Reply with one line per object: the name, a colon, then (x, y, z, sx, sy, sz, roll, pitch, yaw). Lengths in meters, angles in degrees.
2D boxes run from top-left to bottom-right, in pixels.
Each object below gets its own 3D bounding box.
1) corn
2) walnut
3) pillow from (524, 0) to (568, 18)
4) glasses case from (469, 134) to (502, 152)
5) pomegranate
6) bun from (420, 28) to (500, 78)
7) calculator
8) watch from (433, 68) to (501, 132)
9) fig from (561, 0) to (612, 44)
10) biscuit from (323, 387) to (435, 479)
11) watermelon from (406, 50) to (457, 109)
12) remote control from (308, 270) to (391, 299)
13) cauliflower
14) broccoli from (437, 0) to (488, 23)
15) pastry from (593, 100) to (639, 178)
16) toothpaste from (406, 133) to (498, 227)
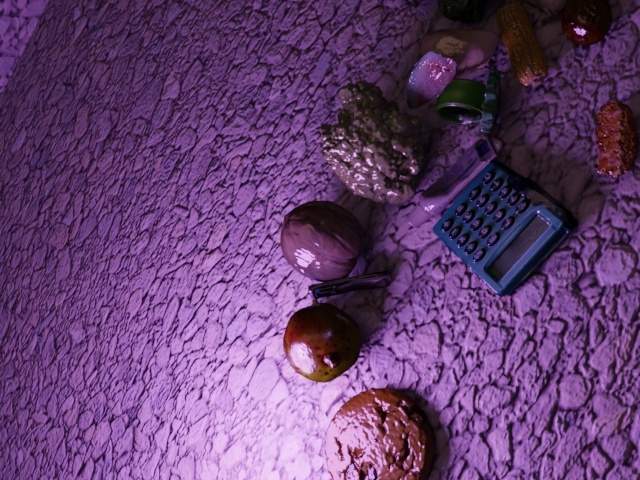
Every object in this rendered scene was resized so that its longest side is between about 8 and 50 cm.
corn: (0.479, -0.465, 1.774, 0.080, 0.080, 0.238, -23, 64, 28)
walnut: (0.000, 0.000, 1.899, 0.224, 0.224, 0.224, -9, 74, 32)
pillow: (0.528, -0.620, 1.791, 0.208, 0.053, 0.119, 44, 105, 35)
glasses case: (0.400, -0.234, 1.806, 0.083, 0.021, 0.032, 20, 89, 36)
pomegranate: (0.007, 0.232, 1.870, 0.198, 0.198, 0.246, -17, 38, 30)
bun: (0.340, -0.447, 1.817, 0.193, 0.178, 0.128, 2, 99, 20)
calculator: (0.414, -0.038, 1.729, 0.248, 0.058, 0.274, -50, 56, 13)
watch: (0.352, -0.341, 1.777, 0.152, 0.165, 0.131, 12, 82, 19)
fig: (0.609, -0.520, 1.689, 0.109, 0.103, 0.155, 24, 80, 0)
biscuit: (0.133, 0.495, 1.782, 0.296, 0.075, 0.296, -8, 74, 32)
watermelon: (0.254, -0.381, 1.751, 0.081, 0.094, 0.180, -54, 5, -35)
remote control: (0.074, 0.113, 1.883, 0.212, 0.059, 0.028, -11, 53, 11)
cauliflower: (0.142, -0.252, 1.861, 0.260, 0.327, 0.281, -16, 25, 15)
broccoli: (0.366, -0.625, 1.830, 0.156, 0.195, 0.195, 6, 82, 31)
pastry: (0.645, -0.215, 1.616, 0.087, 0.063, 0.169, -2, 83, 43)
toothpaste: (0.314, -0.136, 1.803, 0.282, 0.068, 0.099, -45, 53, 24)
